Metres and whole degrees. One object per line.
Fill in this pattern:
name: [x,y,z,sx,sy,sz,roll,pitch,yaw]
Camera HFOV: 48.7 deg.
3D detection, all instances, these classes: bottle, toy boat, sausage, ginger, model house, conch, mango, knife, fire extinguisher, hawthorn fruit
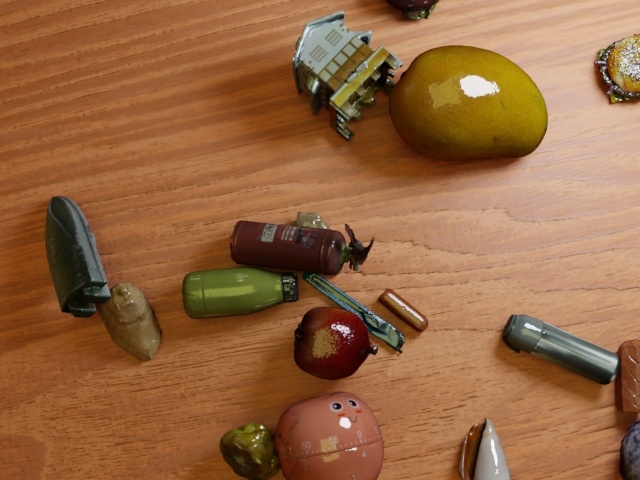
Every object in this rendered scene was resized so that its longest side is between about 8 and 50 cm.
bottle: [-0.180,0.117,1.627,0.260,0.112,0.112,-5,82,3]
toy boat: [-0.581,0.022,1.656,0.141,0.092,0.320,-40,62,27]
sausage: [0.696,0.297,1.580,0.065,0.065,0.170,3,81,3]
ginger: [0.003,-0.001,1.666,0.069,0.051,0.173,-40,80,1]
model house: [0.047,-0.383,1.631,0.215,0.224,0.198,41,86,7]
conch: [0.361,0.484,1.558,0.104,0.094,0.176,-19,73,40]
mango: [0.341,-0.304,1.611,0.377,0.221,0.264,13,91,-8]
bottle: [0.537,0.247,1.592,0.253,0.079,0.096,24,122,5]
sausage: [0.194,0.163,1.637,0.131,0.041,0.039,37,64,7]
knife: [0.078,0.162,1.651,0.296,0.026,0.044,35,97,7]
fire extinguisher: [-0.037,0.007,1.586,0.336,0.147,0.107,5,53,17]
ginger: [-0.434,0.185,1.635,0.115,0.122,0.193,-33,87,-22]
hawthorn fruit: [0.034,0.235,1.579,0.188,0.169,0.169,19,83,-6]

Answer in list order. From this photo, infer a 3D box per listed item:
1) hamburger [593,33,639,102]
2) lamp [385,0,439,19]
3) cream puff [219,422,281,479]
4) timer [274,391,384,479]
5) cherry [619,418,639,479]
hamburger: [0.749,-0.413,1.663,0.189,0.093,0.164,-21,81,-2]
lamp: [0.223,-0.605,1.705,0.156,0.135,0.157,-34,51,-31]
cream puff: [-0.143,0.462,1.580,0.146,0.146,0.116,43,47,8]
timer: [0.019,0.438,1.513,0.229,0.229,0.215,-18,76,0]
cherry: [0.782,0.465,1.478,0.296,0.218,0.255,-16,81,12]
